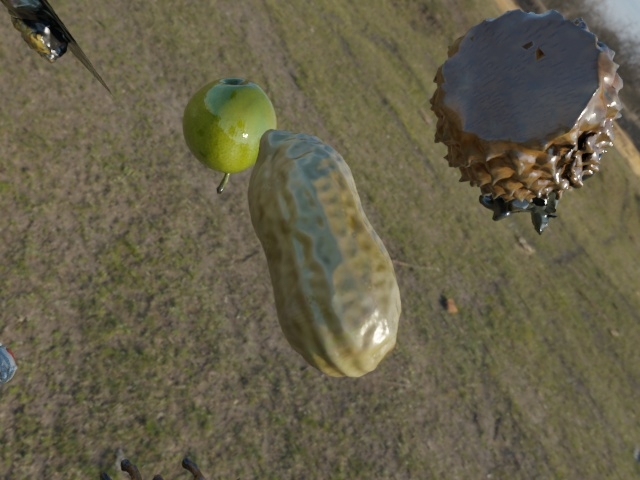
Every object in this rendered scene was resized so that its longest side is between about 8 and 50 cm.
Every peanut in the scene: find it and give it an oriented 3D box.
[{"bbox_3d":[0.000,0.000,0.787,0.153,0.140,0.325,17,47,-48],"label":"peanut"}]

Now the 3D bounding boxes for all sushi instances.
[{"bbox_3d":[-0.341,-0.261,0.774,0.193,0.040,0.210,45,-10,15],"label":"sushi"}]

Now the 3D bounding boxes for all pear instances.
[{"bbox_3d":[-0.167,-0.192,1.259,0.180,0.166,0.216,-40,136,-59],"label":"pear"}]

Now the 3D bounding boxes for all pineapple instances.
[{"bbox_3d":[0.281,-0.126,0.894,0.357,0.223,0.222,44,21,-59],"label":"pineapple"}]

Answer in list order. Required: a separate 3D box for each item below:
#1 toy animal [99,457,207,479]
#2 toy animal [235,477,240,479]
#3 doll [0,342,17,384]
[{"bbox_3d":[-0.218,0.320,0.720,0.224,0.066,0.229,9,21,-22],"label":"toy animal"},{"bbox_3d":[-0.184,0.601,1.427,0.087,0.260,0.243,52,16,30],"label":"toy animal"},{"bbox_3d":[-0.727,0.273,1.511,0.075,0.102,0.227,-4,13,-32],"label":"doll"}]
